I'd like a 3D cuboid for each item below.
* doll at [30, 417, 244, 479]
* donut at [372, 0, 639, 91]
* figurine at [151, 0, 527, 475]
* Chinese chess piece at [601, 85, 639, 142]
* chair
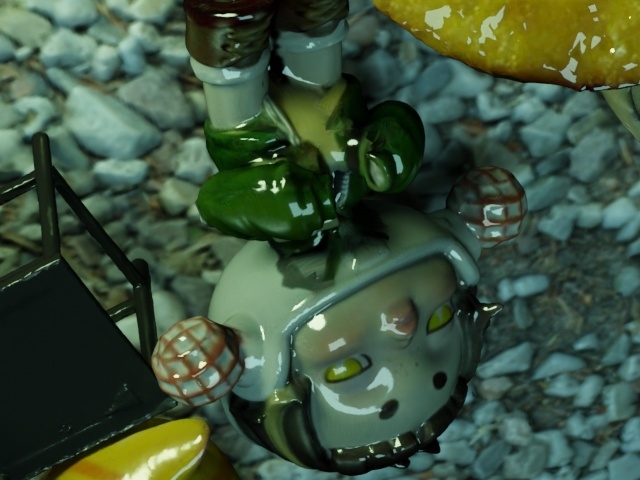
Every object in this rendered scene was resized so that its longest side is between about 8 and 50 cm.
[{"bbox_3d":[-0.112,0.209,1.284,0.162,0.166,0.269,4,164,15],"label":"doll"},{"bbox_3d":[0.142,-0.228,1.027,0.303,0.110,0.303,2,102,8],"label":"donut"},{"bbox_3d":[0.000,0.000,1.204,0.281,0.167,0.370,-28,123,-23],"label":"figurine"},{"bbox_3d":[0.287,-0.152,1.179,0.250,0.103,0.249,-5,129,-6],"label":"Chinese chess piece"},{"bbox_3d":[-0.184,0.078,1.157,0.141,0.260,0.154,-27,128,9],"label":"chair"}]
